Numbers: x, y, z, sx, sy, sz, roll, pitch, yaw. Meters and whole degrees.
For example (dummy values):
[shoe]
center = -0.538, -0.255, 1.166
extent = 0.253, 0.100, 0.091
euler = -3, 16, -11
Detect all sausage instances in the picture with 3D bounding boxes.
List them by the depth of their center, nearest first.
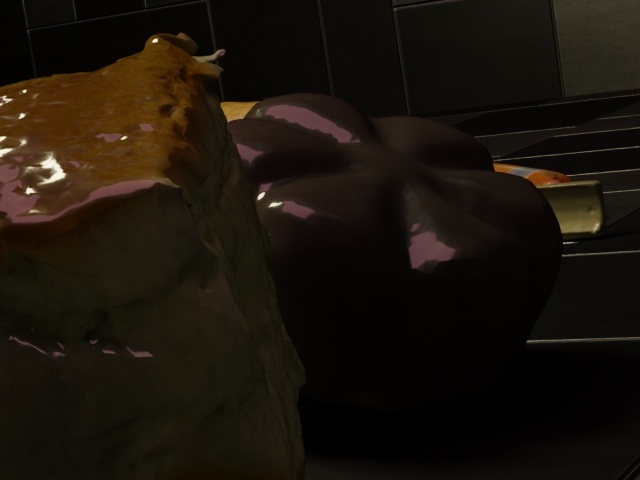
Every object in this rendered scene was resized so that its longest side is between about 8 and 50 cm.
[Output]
[sausage]
center = 0.201, -0.055, 1.671
extent = 0.053, 0.053, 0.348
euler = -11, 8, -12

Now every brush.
[brush]
center = 0.137, -0.019, 1.493
extent = 0.282, 0.054, 0.048
euler = -5, -4, 26

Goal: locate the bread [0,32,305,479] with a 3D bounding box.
[bread]
center = -0.138, 0.051, 0.694
extent = 0.250, 0.225, 0.279
euler = -14, 19, 3

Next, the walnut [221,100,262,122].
[walnut]
center = -0.059, -0.020, 1.224
extent = 0.226, 0.193, 0.193
euler = -11, 7, 17

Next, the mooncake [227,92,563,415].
[mooncake]
center = 0.025, 0.005, 0.959
extent = 0.245, 0.133, 0.245
euler = 14, 28, -8
